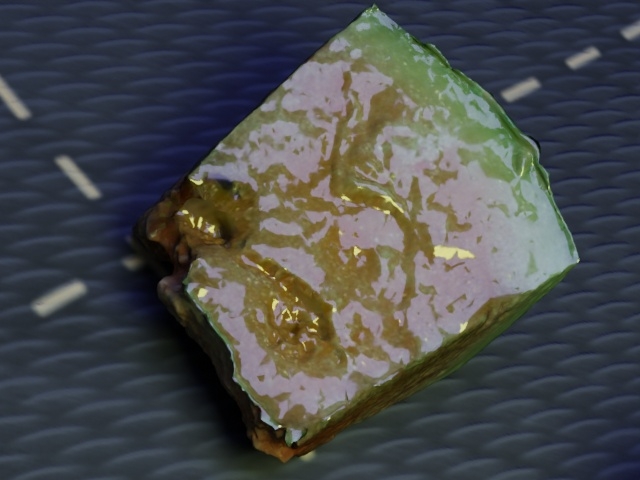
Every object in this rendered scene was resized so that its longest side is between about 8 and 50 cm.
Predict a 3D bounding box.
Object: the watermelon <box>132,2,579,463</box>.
[{"bbox_3d":[0.003,0.002,1.280,0.302,0.151,0.264,-35,77,-22],"label":"watermelon"}]
